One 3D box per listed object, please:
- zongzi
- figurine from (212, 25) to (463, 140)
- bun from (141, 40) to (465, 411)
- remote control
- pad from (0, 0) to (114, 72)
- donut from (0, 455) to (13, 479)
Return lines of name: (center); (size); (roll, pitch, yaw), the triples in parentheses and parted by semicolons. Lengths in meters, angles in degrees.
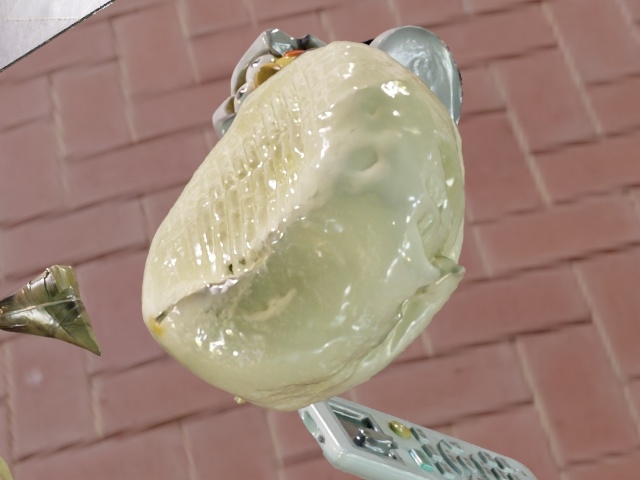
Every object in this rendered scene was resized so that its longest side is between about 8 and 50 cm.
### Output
zongzi: (-0.216, 0.071, 1.475); (0.076, 0.040, 0.083); (-31, 78, 21)
figurine: (0.004, -0.116, 1.732); (0.236, 0.133, 0.176); (-1, 55, 49)
bun: (0.000, 0.000, 1.132); (0.229, 0.145, 0.229); (-45, 23, 26)
remote control: (0.104, 0.203, 1.600); (0.051, 0.293, 0.103); (-56, 34, 13)
pad: (-0.244, -0.267, 1.701); (0.164, 0.004, 0.243); (-29, 45, 21)
donut: (-0.425, 0.287, 1.682); (0.371, 0.307, 0.150); (6, 29, -41)
